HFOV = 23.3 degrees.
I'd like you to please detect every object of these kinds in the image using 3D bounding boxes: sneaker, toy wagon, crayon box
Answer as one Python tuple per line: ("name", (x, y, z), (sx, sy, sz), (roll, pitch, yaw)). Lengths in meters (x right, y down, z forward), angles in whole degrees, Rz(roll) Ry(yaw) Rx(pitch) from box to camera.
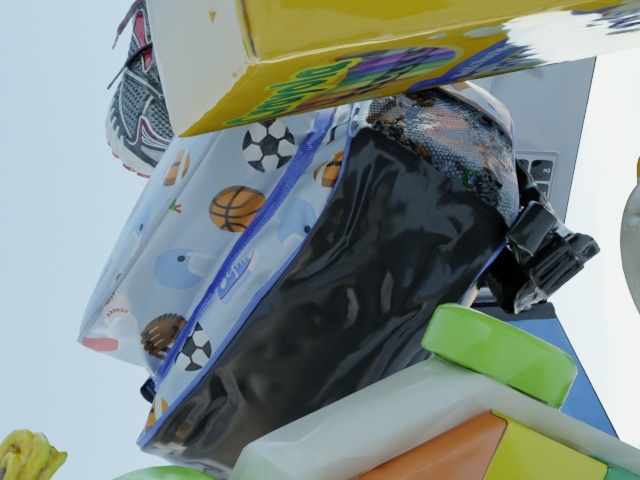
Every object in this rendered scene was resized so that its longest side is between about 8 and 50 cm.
("sneaker", (-0.126, -0.169, 1.369), (0.112, 0.121, 0.299), (107, 162, -47))
("toy wagon", (0.030, 0.160, 0.550), (0.344, 0.068, 0.267), (26, -94, -31))
("crayon box", (0.050, -0.113, 0.643), (0.203, 0.323, 0.083), (164, 94, -77))

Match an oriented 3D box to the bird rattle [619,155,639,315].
("bird rattle", (0.284, 0.042, 1.081), (0.207, 0.143, 0.253), (28, -119, -22))

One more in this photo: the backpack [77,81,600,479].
("backpack", (0.000, 0.000, 0.882), (0.276, 0.213, 0.263), (-49, 4, 24))

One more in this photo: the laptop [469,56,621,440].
("laptop", (0.117, 0.038, 1.302), (0.382, 0.236, 0.408), (0, -73, -32))
